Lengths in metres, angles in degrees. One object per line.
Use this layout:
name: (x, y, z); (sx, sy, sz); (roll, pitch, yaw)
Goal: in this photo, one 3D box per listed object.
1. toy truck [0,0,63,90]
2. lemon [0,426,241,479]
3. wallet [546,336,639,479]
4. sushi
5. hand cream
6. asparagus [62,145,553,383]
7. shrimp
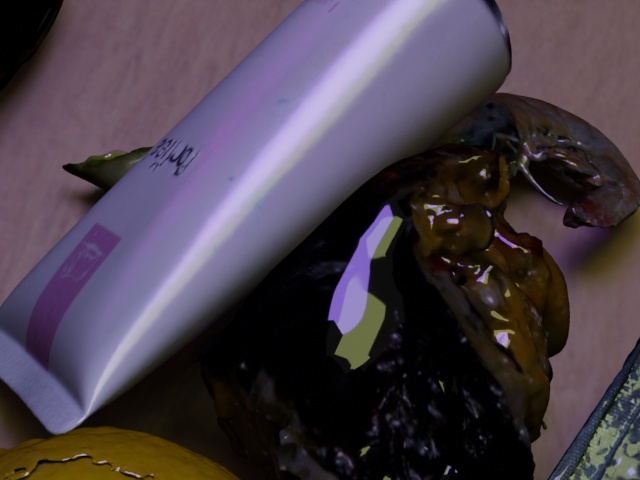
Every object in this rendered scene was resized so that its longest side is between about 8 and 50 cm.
toy truck: (-0.312, -0.145, 1.036); (0.254, 0.180, 0.405); (17, 49, -2)
lemon: (-0.097, 0.196, 0.793); (0.260, 0.204, 0.204); (39, 53, 12)
wallet: (0.275, 0.229, 0.943); (0.342, 0.075, 0.237); (32, 57, 10)
sushi: (0.045, 0.070, 0.905); (0.204, 0.200, 0.213); (-27, 97, -14)
hand cream: (-0.047, -0.035, 0.963); (0.359, 0.118, 0.185); (-42, 29, -13)
asparagus: (0.000, 0.000, 1.062); (0.343, 0.082, 0.085); (25, 86, 9)
shrimp: (0.137, -0.046, 1.111); (0.144, 0.052, 0.251); (30, 34, 18)
